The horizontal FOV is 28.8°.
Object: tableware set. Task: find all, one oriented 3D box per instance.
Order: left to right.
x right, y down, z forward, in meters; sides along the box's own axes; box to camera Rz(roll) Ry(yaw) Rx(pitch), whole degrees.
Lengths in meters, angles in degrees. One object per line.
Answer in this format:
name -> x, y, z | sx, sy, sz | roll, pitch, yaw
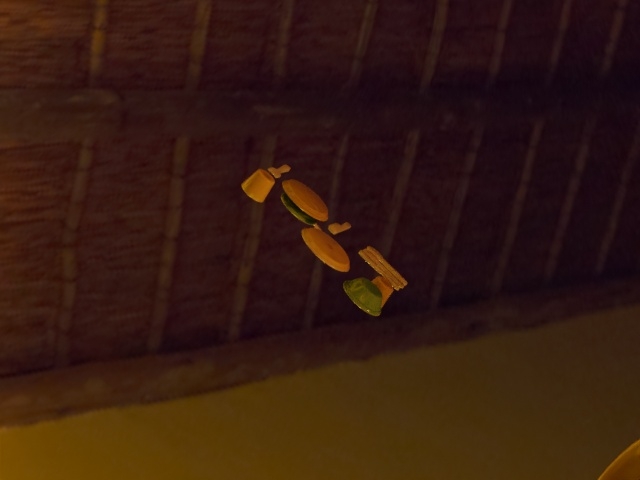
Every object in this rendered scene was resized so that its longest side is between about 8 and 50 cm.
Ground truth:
tableware set -> 0.000, 0.000, 0.998 | 0.154, 0.104, 0.024 | 45, -71, 7

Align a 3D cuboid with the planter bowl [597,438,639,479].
planter bowl -> 0.270, 0.242, 0.892 | 0.090, 0.217, 0.217 | 31, -68, -19
